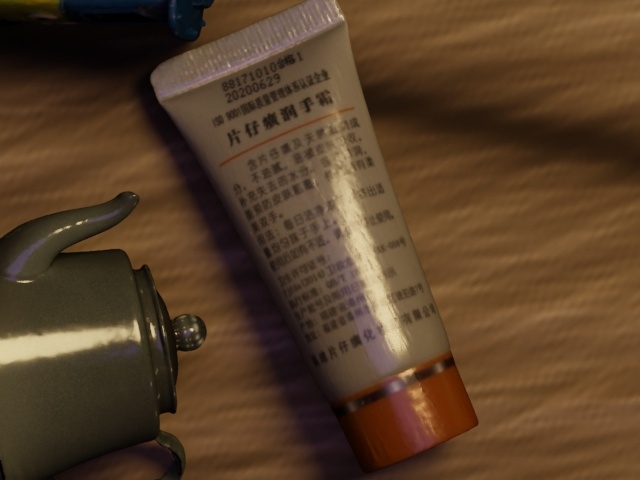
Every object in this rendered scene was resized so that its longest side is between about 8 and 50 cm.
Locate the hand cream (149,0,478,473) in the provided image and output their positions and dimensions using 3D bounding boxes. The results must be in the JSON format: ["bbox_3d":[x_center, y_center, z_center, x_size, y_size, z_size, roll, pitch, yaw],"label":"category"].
[{"bbox_3d":[0.000,0.000,1.109,0.140,0.089,0.314,-21,88,-1],"label":"hand cream"}]

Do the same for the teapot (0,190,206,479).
[{"bbox_3d":[-0.147,0.081,1.089,0.149,0.162,0.239,-12,117,-11],"label":"teapot"}]

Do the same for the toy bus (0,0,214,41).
[{"bbox_3d":[-0.147,-0.278,1.066,0.175,0.138,0.287,4,96,2],"label":"toy bus"}]
